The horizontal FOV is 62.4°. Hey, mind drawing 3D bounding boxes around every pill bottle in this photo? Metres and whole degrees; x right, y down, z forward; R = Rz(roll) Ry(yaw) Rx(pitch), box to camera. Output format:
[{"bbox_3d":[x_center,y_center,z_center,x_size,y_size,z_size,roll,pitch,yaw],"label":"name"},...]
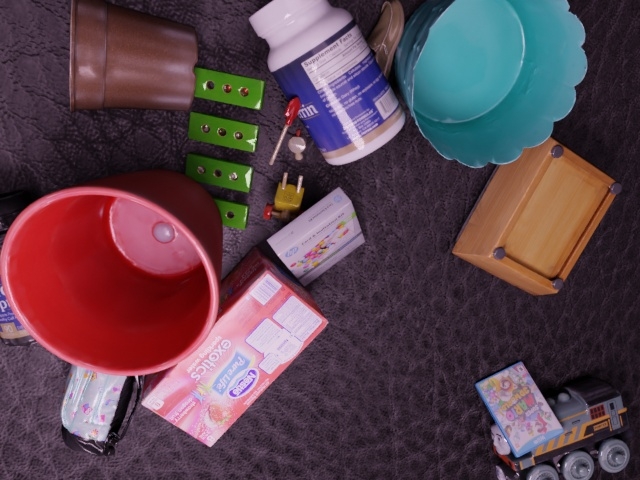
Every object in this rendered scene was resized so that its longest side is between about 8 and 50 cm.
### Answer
[{"bbox_3d":[0.011,-0.266,0.838,0.153,0.153,0.264,-35,111,-4],"label":"pill bottle"},{"bbox_3d":[-0.461,0.040,0.811,0.123,0.123,0.219,-16,107,-10],"label":"pill bottle"}]

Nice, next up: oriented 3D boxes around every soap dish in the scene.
[{"bbox_3d":[0.425,-0.051,1.030,0.229,0.118,0.290,26,96,-20],"label":"soap dish"}]

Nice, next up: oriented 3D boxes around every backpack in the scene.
[{"bbox_3d":[-0.367,0.245,0.888,0.115,0.152,0.182,17,90,-24],"label":"backpack"}]

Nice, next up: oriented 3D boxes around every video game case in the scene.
[{"bbox_3d":[0.429,0.362,1.145,0.119,0.015,0.166,-23,67,-8],"label":"video game case"}]

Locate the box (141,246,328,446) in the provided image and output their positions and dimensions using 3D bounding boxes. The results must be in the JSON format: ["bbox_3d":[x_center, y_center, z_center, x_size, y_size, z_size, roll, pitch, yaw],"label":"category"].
[{"bbox_3d":[-0.151,0.180,0.925,0.154,0.142,0.300,42,92,-21],"label":"box"}]

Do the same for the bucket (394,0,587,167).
[{"bbox_3d":[0.256,-0.278,0.855,0.281,0.183,0.281,-2,120,-4],"label":"bucket"}]

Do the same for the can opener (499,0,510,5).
[{"bbox_3d":[0.246,-0.516,0.873,0.093,0.074,0.280,-42,112,-2],"label":"can opener"}]

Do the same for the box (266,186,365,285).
[{"bbox_3d":[0.000,0.000,0.908,0.145,0.038,0.186,-36,156,-4],"label":"box"}]

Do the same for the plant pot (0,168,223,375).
[{"bbox_3d":[-0.261,0.018,0.772,0.275,0.243,0.274,1,111,1],"label":"plant pot"}]

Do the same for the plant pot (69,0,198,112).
[{"bbox_3d":[-0.271,-0.259,0.767,0.165,0.167,0.166,2,105,-24],"label":"plant pot"}]

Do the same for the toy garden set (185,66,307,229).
[{"bbox_3d":[-0.109,-0.137,0.856,0.204,0.049,0.244,12,114,1],"label":"toy garden set"}]

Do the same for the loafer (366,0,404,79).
[{"bbox_3d":[0.101,-0.334,0.894,0.050,0.056,0.148,6,104,-22],"label":"loafer"}]

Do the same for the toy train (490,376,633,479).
[{"bbox_3d":[0.543,0.441,1.201,0.334,0.142,0.190,-16,96,-8],"label":"toy train"}]
